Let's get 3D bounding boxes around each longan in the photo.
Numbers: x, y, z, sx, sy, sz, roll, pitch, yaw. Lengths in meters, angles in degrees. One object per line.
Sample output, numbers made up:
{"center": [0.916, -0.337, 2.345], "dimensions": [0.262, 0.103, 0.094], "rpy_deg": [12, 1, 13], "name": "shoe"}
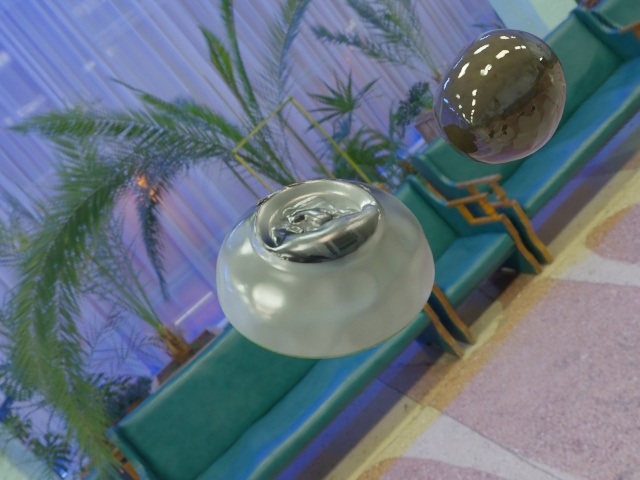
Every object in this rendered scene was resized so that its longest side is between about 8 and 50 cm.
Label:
{"center": [0.226, -0.183, 0.744], "dimensions": [0.167, 0.167, 0.187], "rpy_deg": [-33, 36, 31], "name": "longan"}

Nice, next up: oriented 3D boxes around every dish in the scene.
{"center": [0.000, 0.000, 0.832], "dimensions": [0.325, 0.124, 0.324], "rpy_deg": [-4, 43, 4], "name": "dish"}
